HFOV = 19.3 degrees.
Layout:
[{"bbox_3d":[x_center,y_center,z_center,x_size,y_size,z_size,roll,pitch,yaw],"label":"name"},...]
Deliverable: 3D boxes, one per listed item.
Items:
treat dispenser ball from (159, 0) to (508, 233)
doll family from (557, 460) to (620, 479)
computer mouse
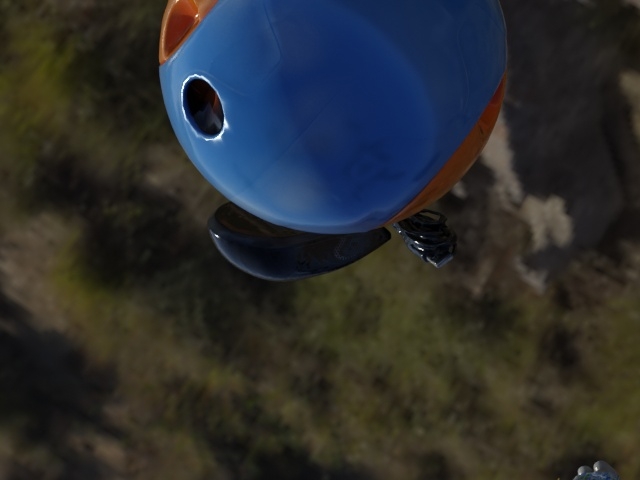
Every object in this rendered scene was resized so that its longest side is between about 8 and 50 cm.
[{"bbox_3d":[0.011,-0.148,1.554,0.288,0.288,0.288,24,150,15],"label":"treat dispenser ball"},{"bbox_3d":[0.258,0.336,2.191,0.263,0.163,0.118,-28,97,35],"label":"doll family"},{"bbox_3d":[0.000,0.000,2.091,0.188,0.272,0.072,42,131,50],"label":"computer mouse"}]
